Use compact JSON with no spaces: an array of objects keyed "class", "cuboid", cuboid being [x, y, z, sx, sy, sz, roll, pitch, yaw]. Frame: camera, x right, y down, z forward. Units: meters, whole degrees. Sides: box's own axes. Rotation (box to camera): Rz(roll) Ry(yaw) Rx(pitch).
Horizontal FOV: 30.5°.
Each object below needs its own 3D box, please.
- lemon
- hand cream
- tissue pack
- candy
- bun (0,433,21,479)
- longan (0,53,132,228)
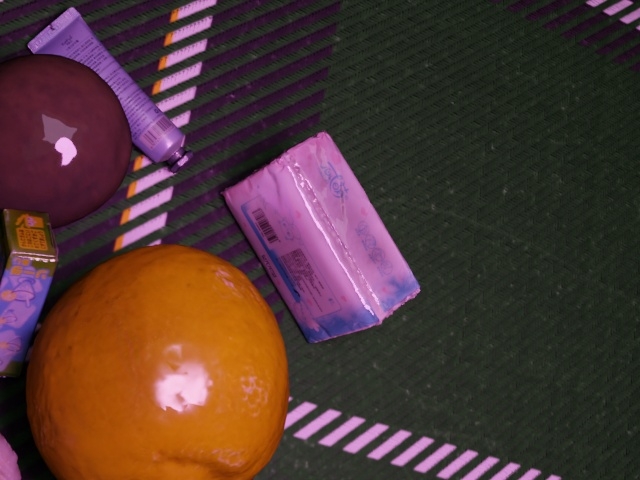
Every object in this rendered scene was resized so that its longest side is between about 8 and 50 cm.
[{"class":"lemon","cuboid":[-0.197,0.172,1.444,0.348,0.348,0.348,9,71,-27]},{"class":"hand cream","cuboid":[-0.287,-0.206,1.666,0.271,0.058,0.091,45,70,-6]},{"class":"tissue pack","cuboid":[-0.001,0.001,1.681,0.124,0.201,0.271,-34,95,-36]},{"class":"candy","cuboid":[-0.377,0.066,1.438,0.062,0.194,0.097,8,33,-27]},{"class":"bun","cuboid":[-0.461,0.296,1.324,0.239,0.141,0.239,-1,92,-33]},{"class":"longan","cuboid":[-0.369,-0.124,1.503,0.248,0.248,0.248,9,71,-27]}]
